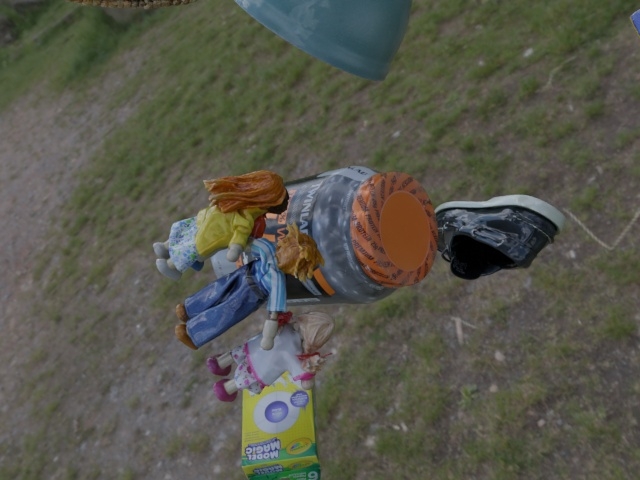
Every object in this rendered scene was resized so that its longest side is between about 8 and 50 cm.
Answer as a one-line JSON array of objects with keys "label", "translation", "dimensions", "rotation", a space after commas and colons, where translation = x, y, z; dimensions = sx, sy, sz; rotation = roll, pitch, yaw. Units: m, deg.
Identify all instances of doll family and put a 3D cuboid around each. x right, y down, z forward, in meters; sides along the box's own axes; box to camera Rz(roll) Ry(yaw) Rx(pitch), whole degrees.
[{"label": "doll family", "translation": [-0.077, 0.024, 0.657], "dimensions": [0.163, 0.118, 0.263], "rotation": [-33, 56, 17]}]

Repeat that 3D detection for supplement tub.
[{"label": "supplement tub", "translation": [0.000, 0.000, 0.969], "dimensions": [0.316, 0.193, 0.193], "rotation": [-9, 41, 44]}]

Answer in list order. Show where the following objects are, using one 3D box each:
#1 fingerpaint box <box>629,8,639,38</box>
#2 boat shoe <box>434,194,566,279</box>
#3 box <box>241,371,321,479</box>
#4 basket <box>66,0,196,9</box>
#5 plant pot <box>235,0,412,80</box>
[{"label": "fingerpaint box", "translation": [0.549, -0.158, 0.528], "dimensions": [0.163, 0.371, 0.445], "rotation": [-16, -11, -30]}, {"label": "boat shoe", "translation": [0.258, 0.011, 1.088], "dimensions": [0.113, 0.127, 0.340], "rotation": [-60, 18, -13]}, {"label": "box", "translation": [-0.056, 0.256, 0.922], "dimensions": [0.105, 0.043, 0.179], "rotation": [-10, 47, 4]}, {"label": "basket", "translation": [-0.178, -0.404, 0.716], "dimensions": [0.299, 0.213, 0.223], "rotation": [-9, 63, 0]}, {"label": "plant pot", "translation": [0.026, -0.410, 1.017], "dimensions": [0.196, 0.293, 0.293], "rotation": [-58, 21, 25]}]
